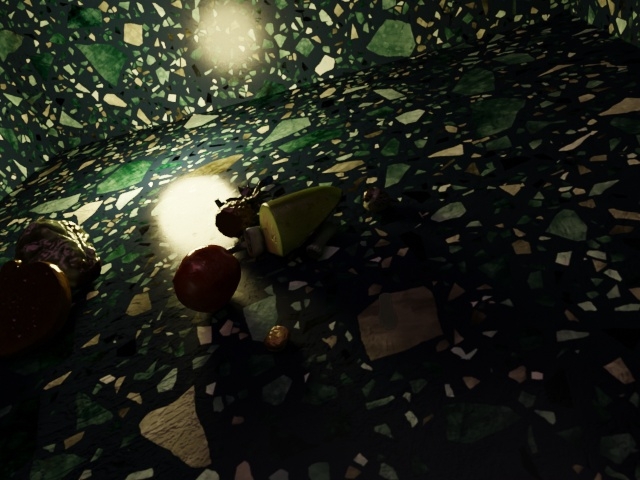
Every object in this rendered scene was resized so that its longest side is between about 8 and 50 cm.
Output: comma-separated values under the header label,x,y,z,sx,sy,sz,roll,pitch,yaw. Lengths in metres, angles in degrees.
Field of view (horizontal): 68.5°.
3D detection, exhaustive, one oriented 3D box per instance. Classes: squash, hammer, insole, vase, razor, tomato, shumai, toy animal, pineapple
label,x,y,z,sx,sy,sz,roll,pitch,yaw
squash,-0.053,-0.086,1.763,0.309,0.210,0.234,-16,10,-23
hammer,-0.300,0.025,1.807,0.194,0.116,0.069,-21,-10,28
insole,0.194,0.203,1.369,0.053,0.002,0.152,-12,34,11
vase,0.000,0.000,1.699,0.081,0.081,0.148,1,42,28
razor,-0.350,-0.219,2.212,0.324,0.093,0.056,-37,2,-31
tomato,-0.370,0.135,1.564,0.189,0.232,0.232,24,50,24
shumai,-1.044,0.069,1.939,0.263,0.304,0.309,17,48,27
toy animal,0.228,-0.163,1.800,0.137,0.098,0.098,-13,34,9
pineapple,-0.329,-0.142,2.019,0.166,0.165,0.364,-8,26,16

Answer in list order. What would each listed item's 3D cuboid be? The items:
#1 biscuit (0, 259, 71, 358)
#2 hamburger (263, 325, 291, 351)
label,x,y,z,sx,sy,sz,roll,pitch,yaw
biscuit,-1.085,0.234,1.718,0.394,0.070,0.350,-23,75,10
hamburger,-0.126,0.287,1.370,0.076,0.044,0.083,4,42,28
